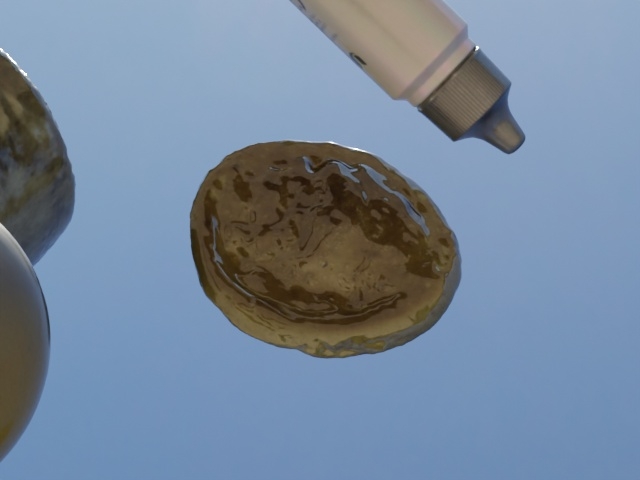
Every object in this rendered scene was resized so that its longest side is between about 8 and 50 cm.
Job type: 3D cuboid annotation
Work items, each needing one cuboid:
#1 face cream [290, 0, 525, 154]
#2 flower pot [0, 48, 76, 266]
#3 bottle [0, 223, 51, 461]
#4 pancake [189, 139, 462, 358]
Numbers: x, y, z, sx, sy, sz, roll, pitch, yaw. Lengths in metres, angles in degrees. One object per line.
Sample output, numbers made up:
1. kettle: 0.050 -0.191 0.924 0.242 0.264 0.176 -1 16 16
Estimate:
1. face cream: 0.053 -0.185 1.568 0.311 0.092 0.092 43 -99 -2
2. flower pot: -0.393 -0.019 1.564 0.294 0.293 0.330 18 -137 38
3. bottle: -0.257 0.041 0.851 0.351 0.171 0.171 3 -122 48
4. pancake: 0.000 0.000 1.600 0.242 0.050 0.242 5 -131 -6
